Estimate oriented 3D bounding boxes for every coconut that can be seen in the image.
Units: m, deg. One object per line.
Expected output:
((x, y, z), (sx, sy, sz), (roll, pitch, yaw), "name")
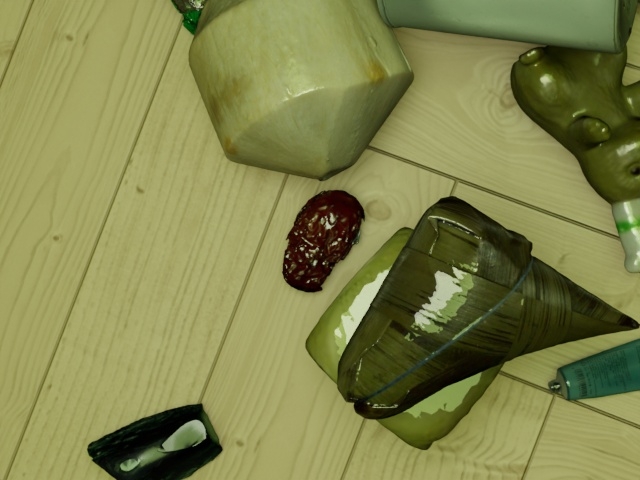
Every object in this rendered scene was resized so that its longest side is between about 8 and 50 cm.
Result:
((-0.025, -0.233, 1.379), (0.323, 0.323, 0.322), (0, 87, 8), "coconut")

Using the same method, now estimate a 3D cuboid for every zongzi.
((0.202, 0.130, 1.174), (0.300, 0.138, 0.286), (29, 94, -4), "zongzi")

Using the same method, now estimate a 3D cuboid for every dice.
((0.132, 0.132, 1.358), (0.227, 0.238, 0.233), (40, 91, 6), "dice")

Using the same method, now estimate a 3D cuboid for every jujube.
((-0.004, -0.002, 1.453), (0.104, 0.104, 0.166), (33, 92, 8), "jujube")

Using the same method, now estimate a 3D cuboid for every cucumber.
((-0.254, 0.325, 1.483), (0.193, 0.086, 0.115), (-25, 82, -1), "cucumber")

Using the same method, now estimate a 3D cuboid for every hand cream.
((0.443, 0.186, 1.418), (0.224, 0.048, 0.083), (-13, 86, 1), "hand cream")

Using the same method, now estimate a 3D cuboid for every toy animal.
((0.419, -0.147, 1.359), (0.181, 0.180, 0.363), (-32, 79, -21), "toy animal")

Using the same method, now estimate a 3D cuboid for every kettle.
((0.236, -0.355, 1.236), (0.318, 0.265, 0.205), (13, 113, 23), "kettle")

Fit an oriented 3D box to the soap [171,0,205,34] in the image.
((-0.116, -0.446, 1.492), (0.273, 0.098, 0.217), (-24, 84, 6), "soap")
